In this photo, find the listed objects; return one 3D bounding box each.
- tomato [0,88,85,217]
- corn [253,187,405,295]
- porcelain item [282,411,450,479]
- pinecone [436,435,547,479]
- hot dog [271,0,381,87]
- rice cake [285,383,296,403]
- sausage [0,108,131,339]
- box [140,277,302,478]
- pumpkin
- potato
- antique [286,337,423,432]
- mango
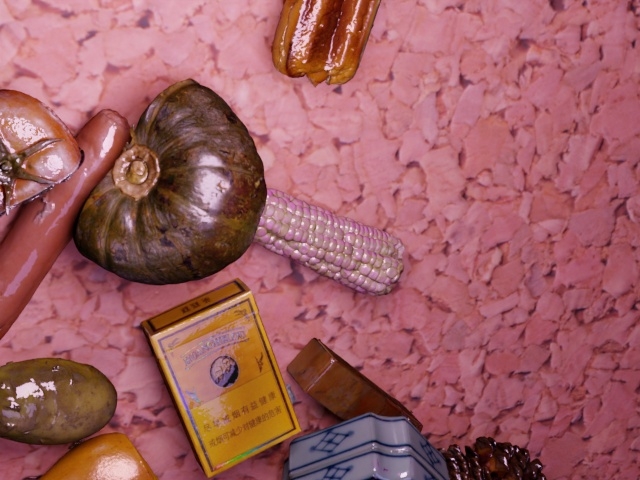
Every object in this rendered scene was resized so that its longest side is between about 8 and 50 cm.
[{"bbox_3d":[-0.466,-0.133,1.494,0.214,0.181,0.155,-34,117,-13],"label":"tomato"},{"bbox_3d":[0.000,0.002,1.831,0.335,0.126,0.127,22,102,-28],"label":"corn"},{"bbox_3d":[0.089,0.473,2.000,0.281,0.157,0.286,-23,134,19],"label":"porcelain item"},{"bbox_3d":[0.350,0.525,2.181,0.292,0.246,0.246,-3,114,-34],"label":"pinecone"},{"bbox_3d":[0.021,-0.411,1.645,0.158,0.117,0.349,6,108,-35],"label":"hot dog"},{"bbox_3d":[-0.145,0.325,1.954,0.211,0.034,0.043,-23,115,-16],"label":"rice cake"},{"bbox_3d":[-0.420,-0.018,1.617,0.094,0.094,0.419,35,94,-18],"label":"sausage"},{"bbox_3d":[-0.171,0.242,1.850,0.193,0.084,0.301,-25,114,-16],"label":"box"},{"bbox_3d":[-0.200,-0.055,1.615,0.232,0.242,0.325,37,99,9],"label":"pumpkin"},{"bbox_3d":[-0.449,0.264,1.728,0.251,0.113,0.149,0,105,-36],"label":"potato"},{"bbox_3d":[0.074,0.307,2.022,0.087,0.093,0.310,-48,125,1],"label":"antique"},{"bbox_3d":[-0.408,0.462,1.823,0.257,0.138,0.187,-36,112,-15],"label":"mango"}]
